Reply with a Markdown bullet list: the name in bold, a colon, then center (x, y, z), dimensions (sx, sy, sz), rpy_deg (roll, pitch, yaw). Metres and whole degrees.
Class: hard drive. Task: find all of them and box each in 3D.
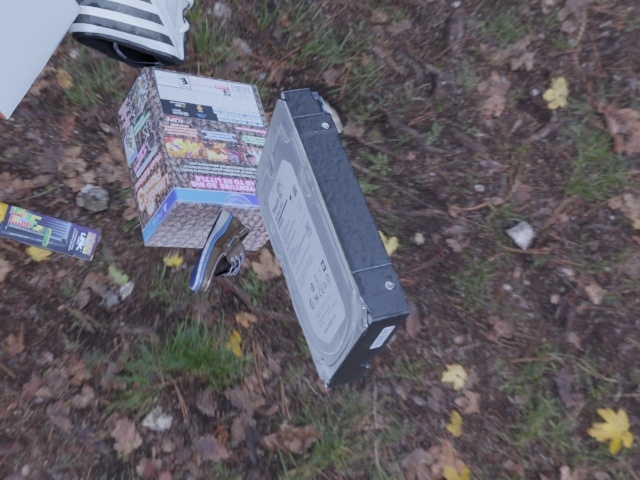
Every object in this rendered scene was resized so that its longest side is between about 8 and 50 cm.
- **hard drive**: center (0.000, 0.000, 1.188), dimensions (0.064, 0.237, 0.338), rpy_deg (-11, 65, -20)

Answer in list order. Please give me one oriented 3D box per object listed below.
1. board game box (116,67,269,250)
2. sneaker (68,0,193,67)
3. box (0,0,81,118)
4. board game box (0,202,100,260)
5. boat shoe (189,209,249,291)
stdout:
- **board game box**: center (-0.211, -0.143, 1.601), dimensions (0.232, 0.141, 0.291), rpy_deg (4, 57, -35)
- **sneaker**: center (-0.220, -0.387, 1.249), dimensions (0.169, 0.447, 0.257), rpy_deg (9, 120, 29)
- **box**: center (-0.439, -0.308, 0.908), dimensions (0.215, 0.345, 0.168), rpy_deg (19, 70, 21)
- **board game box**: center (-0.400, -0.011, 1.301), dimensions (0.141, 0.170, 0.048), rpy_deg (16, 85, -16)
- **boat shoe**: center (-0.151, 0.020, 1.396), dimensions (0.066, 0.183, 0.066), rpy_deg (26, 130, -8)
